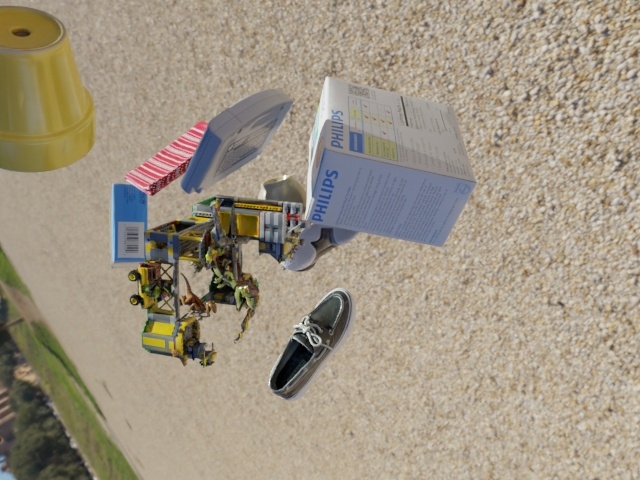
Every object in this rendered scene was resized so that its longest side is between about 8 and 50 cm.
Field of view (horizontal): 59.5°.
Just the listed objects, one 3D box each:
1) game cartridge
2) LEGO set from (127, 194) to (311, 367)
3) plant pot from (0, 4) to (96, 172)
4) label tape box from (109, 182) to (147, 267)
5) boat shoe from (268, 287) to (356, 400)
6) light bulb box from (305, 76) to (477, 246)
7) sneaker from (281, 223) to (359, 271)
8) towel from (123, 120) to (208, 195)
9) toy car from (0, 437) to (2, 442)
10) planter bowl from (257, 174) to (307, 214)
[{"bbox_3d":[-0.172,-0.226,1.207,0.060,0.294,0.196,43,128,0],"label":"game cartridge"},{"bbox_3d":[-0.129,0.052,0.894,0.192,0.331,0.255,6,98,15],"label":"LEGO set"},{"bbox_3d":[-0.569,-0.302,1.081,0.254,0.254,0.239,46,139,22],"label":"plant pot"},{"bbox_3d":[-0.653,-0.037,1.894,0.347,0.115,0.249,162,107,-69],"label":"label tape box"},{"bbox_3d":[-0.024,0.240,1.352,0.113,0.306,0.105,33,170,31],"label":"boat shoe"},{"bbox_3d":[0.159,-0.204,1.425,0.358,0.361,0.225,-88,12,-48],"label":"light bulb box"},{"bbox_3d":[0.000,0.000,1.540,0.101,0.268,0.153,57,165,6],"label":"sneaker"},{"bbox_3d":[-0.385,-0.229,1.504,0.199,0.275,0.031,26,151,49],"label":"towel"},{"bbox_3d":[-0.815,0.446,1.329,0.122,0.040,0.060,35,154,17],"label":"toy car"},{"bbox_3d":[-0.115,-0.128,1.628,0.162,0.162,0.109,8,118,55],"label":"planter bowl"}]
